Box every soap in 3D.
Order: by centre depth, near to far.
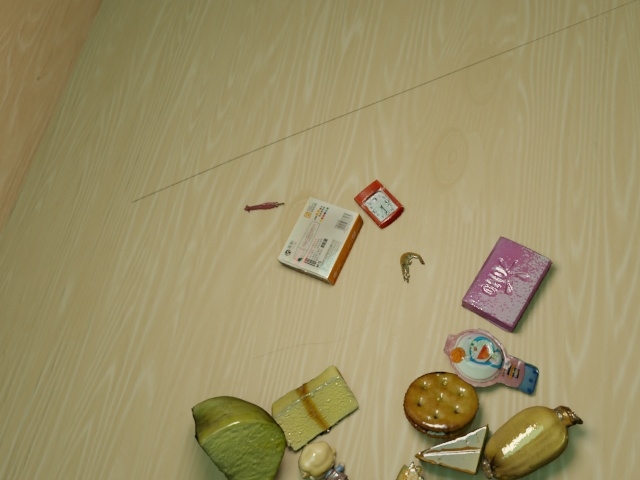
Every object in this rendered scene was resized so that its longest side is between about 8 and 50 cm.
[{"bbox_3d":[0.588,0.138,1.760,0.181,0.081,0.259,30,79,25],"label":"soap"}]

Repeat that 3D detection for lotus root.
[{"bbox_3d":[0.579,0.563,1.551,0.303,0.131,0.146,-35,85,0],"label":"lotus root"}]

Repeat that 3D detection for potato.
[{"bbox_3d":[-0.244,0.578,1.708,0.213,0.330,0.280,-32,31,-12],"label":"potato"}]

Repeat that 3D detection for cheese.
[{"bbox_3d":[0.513,0.368,1.681,0.286,0.074,0.189,23,62,12],"label":"cheese"}]

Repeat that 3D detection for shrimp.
[{"bbox_3d":[0.314,0.090,1.894,0.083,0.023,0.114,-5,62,11],"label":"shrimp"}]

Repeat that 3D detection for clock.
[{"bbox_3d":[0.213,-0.127,1.998,0.113,0.061,0.155,-39,66,-3],"label":"clock"}]

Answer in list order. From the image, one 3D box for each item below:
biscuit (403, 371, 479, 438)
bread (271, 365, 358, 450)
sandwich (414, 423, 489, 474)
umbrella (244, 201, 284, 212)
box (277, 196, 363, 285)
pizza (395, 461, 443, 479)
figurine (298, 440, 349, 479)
[{"bbox_3d":[0.353,0.481,1.643,0.220,0.066,0.220,-6,38,5],"label":"biscuit"},{"bbox_3d":[-0.030,0.518,1.764,0.266,0.142,0.178,-35,47,-2],"label":"bread"},{"bbox_3d":[0.381,0.586,1.607,0.187,0.117,0.144,8,68,21],"label":"sandwich"},{"bbox_3d":[-0.217,-0.133,2.141,0.165,0.027,0.025,-7,53,14],"label":"umbrella"},{"bbox_3d":[0.000,0.000,1.985,0.221,0.091,0.274,22,75,24],"label":"box"},{"bbox_3d":[0.314,0.773,1.561,0.229,0.081,0.289,-14,65,17],"label":"pizza"},{"bbox_3d":[0.023,0.697,1.683,0.196,0.108,0.114,39,92,9],"label":"figurine"}]
